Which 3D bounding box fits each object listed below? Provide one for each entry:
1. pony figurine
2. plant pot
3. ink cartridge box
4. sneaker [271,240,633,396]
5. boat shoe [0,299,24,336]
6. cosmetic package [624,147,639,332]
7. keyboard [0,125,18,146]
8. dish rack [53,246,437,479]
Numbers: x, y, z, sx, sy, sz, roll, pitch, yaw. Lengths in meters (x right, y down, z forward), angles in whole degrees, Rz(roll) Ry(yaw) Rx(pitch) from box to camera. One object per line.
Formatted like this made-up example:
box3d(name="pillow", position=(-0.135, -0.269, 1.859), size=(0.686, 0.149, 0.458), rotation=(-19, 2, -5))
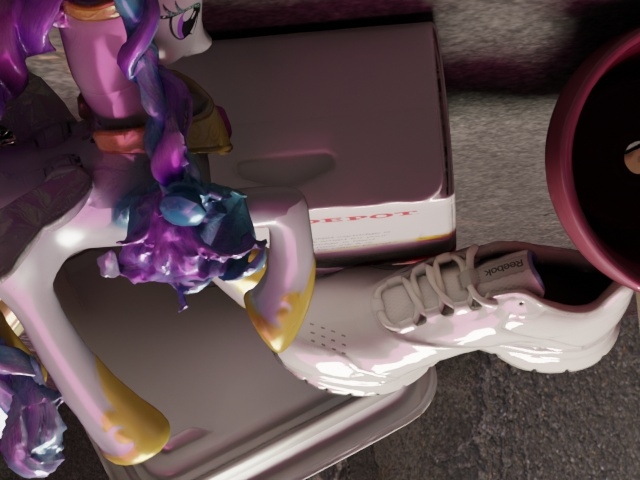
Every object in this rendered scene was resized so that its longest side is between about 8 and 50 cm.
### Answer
box3d(name="pony figurine", position=(-0.167, -0.023, 0.813), size=(0.351, 0.302, 0.363), rotation=(-20, 138, -7))
box3d(name="plant pot", position=(0.250, -0.060, 1.082), size=(0.201, 0.201, 0.180), rotation=(-3, -175, -5))
box3d(name="ink cartridge box", position=(-0.012, -0.053, 1.129), size=(0.226, 0.131, 0.306), rotation=(-5, 169, 3))
box3d(name="sneaker", position=(0.104, 0.044, 1.161), size=(0.297, 0.111, 0.129), rotation=(-7, 155, -13))
box3d(name="boat shoe", position=(-0.342, 0.068, 1.265), size=(0.285, 0.104, 0.089), rotation=(-37, 154, 19))
box3d(name="cosmetic package", position=(0.379, 0.049, 1.382), size=(0.129, 0.296, 0.153), rotation=(-2, 169, -19))
box3d(name="keyboard", position=(-0.286, -0.097, 1.090), size=(0.192, 0.038, 0.100), rotation=(-8, 146, 26))
box3d(name="dish rack", position=(-0.089, 0.073, 1.297), size=(0.286, 0.333, 0.072), rotation=(-27, 135, -11))
